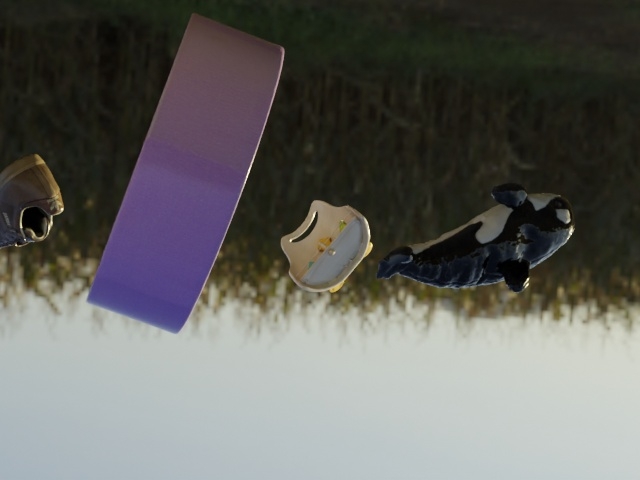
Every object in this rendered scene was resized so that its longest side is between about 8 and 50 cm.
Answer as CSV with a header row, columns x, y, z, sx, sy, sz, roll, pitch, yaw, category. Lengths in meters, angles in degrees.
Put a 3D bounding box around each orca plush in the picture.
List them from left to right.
x,y,z,sx,sy,sz,roll,pitch,yaw,category
0.217,0.015,1.652,0.287,0.151,0.102,-4,-139,-38,orca plush

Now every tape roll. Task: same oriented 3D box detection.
x,y,z,sx,sy,sz,roll,pitch,yaw,category
-0.121,-0.059,1.194,0.090,0.275,0.275,21,179,-8,tape roll

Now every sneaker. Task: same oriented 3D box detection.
x,y,z,sx,sy,sz,roll,pitch,yaw,category
-0.328,-0.018,1.425,0.066,0.071,0.188,-29,170,-37,sneaker

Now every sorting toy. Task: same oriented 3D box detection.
x,y,z,sx,sy,sz,roll,pitch,yaw,category
0.000,0.000,1.204,0.075,0.083,0.045,42,-178,41,sorting toy
